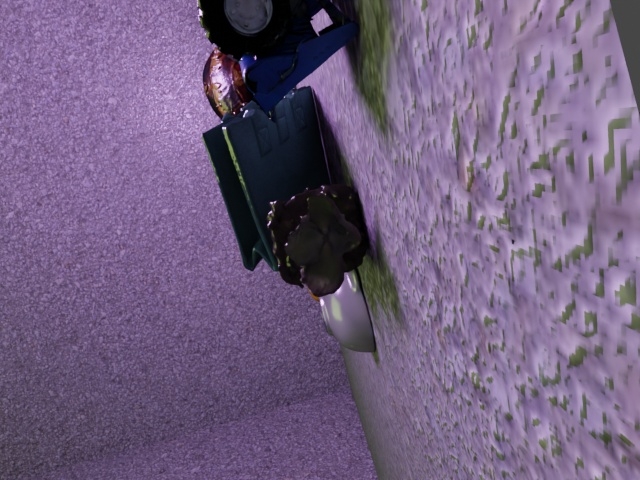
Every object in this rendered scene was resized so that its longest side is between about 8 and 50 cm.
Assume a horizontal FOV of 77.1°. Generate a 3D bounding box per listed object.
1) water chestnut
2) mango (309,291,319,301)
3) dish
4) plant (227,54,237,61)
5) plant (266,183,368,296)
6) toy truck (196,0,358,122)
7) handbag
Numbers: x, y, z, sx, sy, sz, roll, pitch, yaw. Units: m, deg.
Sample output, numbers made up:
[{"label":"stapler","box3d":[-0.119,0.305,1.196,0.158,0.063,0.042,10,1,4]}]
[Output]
[{"label":"water chestnut","box3d":[-0.201,-0.469,1.225,0.300,0.300,0.299,166,90,-87]},{"label":"mango","box3d":[0.010,0.146,1.446,0.219,0.113,0.144,125,132,-71]},{"label":"dish","box3d":[0.042,0.139,0.859,0.228,0.086,0.236,-109,6,-62]},{"label":"plant","box3d":[-0.151,-0.477,1.010,0.149,0.146,0.274,35,167,36]},{"label":"plant","box3d":[-0.004,-0.006,0.562,0.203,0.131,0.142,-164,63,-86]},{"label":"toy truck","box3d":[-0.045,-0.221,0.331,0.208,0.126,0.113,73,180,-47]},{"label":"handbag","box3d":[-0.082,-0.113,0.714,0.268,0.100,0.274,-56,-41,-47]}]
